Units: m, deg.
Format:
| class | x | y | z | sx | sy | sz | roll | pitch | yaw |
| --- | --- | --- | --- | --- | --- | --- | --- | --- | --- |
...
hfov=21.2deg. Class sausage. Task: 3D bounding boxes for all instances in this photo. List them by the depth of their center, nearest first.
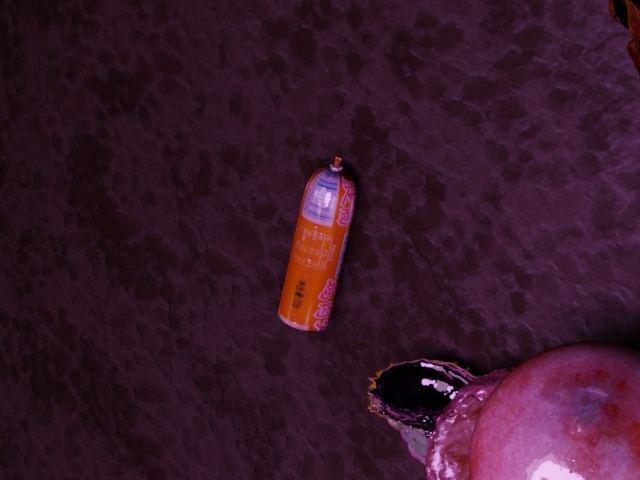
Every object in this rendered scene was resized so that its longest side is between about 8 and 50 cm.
| class | x | y | z | sx | sy | sz | roll | pitch | yaw |
| --- | --- | --- | --- | --- | --- | --- | --- | --- | --- |
| sausage | 0.000 | 0.000 | 2.200 | 0.071 | 0.071 | 0.234 | 30 | 119 | 35 |

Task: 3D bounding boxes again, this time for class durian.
| class | x | y | z | sx | sy | sz | roll | pitch | yaw |
| --- | --- | --- | --- | --- | --- | --- | --- | --- | --- |
| durian | 0.149 | 0.218 | 2.105 | 0.187 | 0.119 | 0.108 | 28 | 156 | 18 |

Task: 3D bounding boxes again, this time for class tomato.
| class | x | y | z | sx | sy | sz | roll | pitch | yaw |
| --- | --- | --- | --- | --- | --- | --- | --- | --- | --- |
| tomato | 0.290 | 0.232 | 1.833 | 0.270 | 0.270 | 0.227 | 39 | 162 | 30 |

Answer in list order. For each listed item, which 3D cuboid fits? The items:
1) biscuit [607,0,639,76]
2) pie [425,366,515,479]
| class | x | y | z | sx | sy | sz | roll | pitch | yaw |
| --- | --- | --- | --- | --- | --- | --- | --- | --- | --- |
| biscuit | 0.365 | -0.262 | 1.697 | 0.334 | 0.081 | 0.289 | 84 | 162 | -65 |
| pie | 0.228 | 0.261 | 1.990 | 0.218 | 0.204 | 0.054 | 59 | 177 | 3 |
